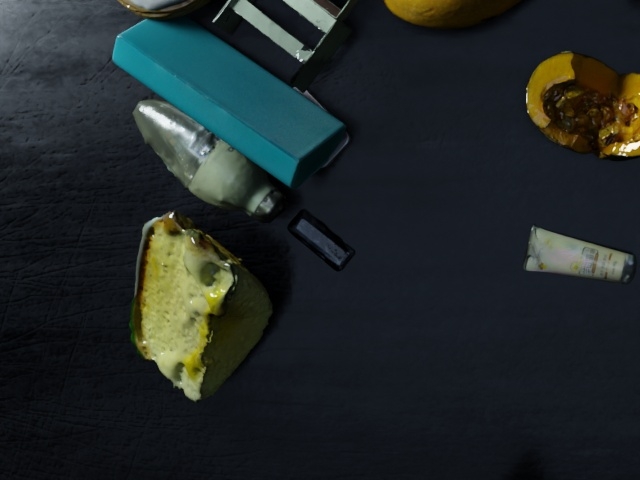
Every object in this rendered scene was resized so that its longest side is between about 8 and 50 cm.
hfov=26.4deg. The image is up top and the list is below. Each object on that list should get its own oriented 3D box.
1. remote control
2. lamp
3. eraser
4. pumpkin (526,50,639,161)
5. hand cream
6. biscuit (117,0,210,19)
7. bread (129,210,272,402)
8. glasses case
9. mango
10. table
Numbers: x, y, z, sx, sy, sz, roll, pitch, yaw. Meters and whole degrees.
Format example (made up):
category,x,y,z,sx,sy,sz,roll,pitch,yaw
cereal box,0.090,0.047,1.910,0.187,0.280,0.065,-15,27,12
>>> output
category,x,y,z,sx,sy,sz,roll,pitch,yaw
remote control,0.000,0.000,1.834,0.096,0.014,0.039,40,99,3
lamp,-0.148,-0.109,1.808,0.250,0.101,0.101,39,99,9
eraser,-0.014,-0.151,1.818,0.105,0.026,0.065,45,98,4
pumpkin,0.353,-0.163,1.717,0.183,0.107,0.119,21,90,15
hand cream,0.338,0.023,1.771,0.143,0.039,0.061,12,98,13
biscuit,-0.197,-0.392,1.790,0.181,0.049,0.208,28,79,9
bread,-0.146,0.070,1.803,0.174,0.133,0.251,38,132,32
glasses case,-0.121,-0.186,1.776,0.301,0.117,0.070,35,135,16
mango,0.209,-0.371,1.720,0.295,0.120,0.177,-22,83,9
table,-0.030,-0.307,1.770,0.146,0.062,0.175,40,96,20
